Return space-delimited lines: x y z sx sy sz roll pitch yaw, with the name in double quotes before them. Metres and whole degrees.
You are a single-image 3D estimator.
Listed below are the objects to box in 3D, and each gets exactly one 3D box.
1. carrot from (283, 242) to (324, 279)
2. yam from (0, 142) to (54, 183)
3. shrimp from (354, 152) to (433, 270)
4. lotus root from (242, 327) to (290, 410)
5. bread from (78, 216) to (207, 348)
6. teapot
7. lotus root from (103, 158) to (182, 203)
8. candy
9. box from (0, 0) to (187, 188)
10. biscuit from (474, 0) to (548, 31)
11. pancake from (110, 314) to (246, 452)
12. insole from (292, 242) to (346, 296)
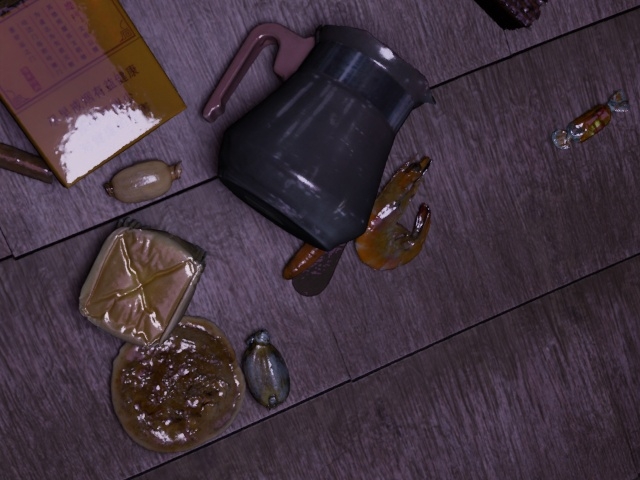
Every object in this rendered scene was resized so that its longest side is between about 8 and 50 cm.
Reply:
"carrot" 0.000 0.000 1.628 0.061 0.061 0.209 42 93 -16
"yam" -0.599 -0.161 1.479 0.264 0.046 0.046 19 96 -14
"shrimp" 0.161 -0.052 1.659 0.150 0.068 0.248 20 100 -27
"lotus root" -0.109 0.254 1.645 0.088 0.088 0.165 -17 99 -9
"bread" -0.328 0.076 1.542 0.192 0.110 0.209 23 89 -5
"teapot" -0.016 -0.210 1.499 0.376 0.305 0.361 32 83 13
"lotus root" -0.322 -0.109 1.539 0.150 0.062 0.073 -17 104 -7
"candy" 0.559 -0.245 1.715 0.182 0.046 0.053 -35 103 -2
"box" -0.450 -0.330 1.426 0.264 0.116 0.415 -37 105 -12
"biscuit" 0.316 -0.498 1.585 0.252 0.106 0.070 40 91 -15
"pancake" -0.280 0.281 1.629 0.283 0.049 0.282 -1 97 -12
"insole" 0.025 -0.041 1.657 0.111 0.007 0.327 19 96 -14
